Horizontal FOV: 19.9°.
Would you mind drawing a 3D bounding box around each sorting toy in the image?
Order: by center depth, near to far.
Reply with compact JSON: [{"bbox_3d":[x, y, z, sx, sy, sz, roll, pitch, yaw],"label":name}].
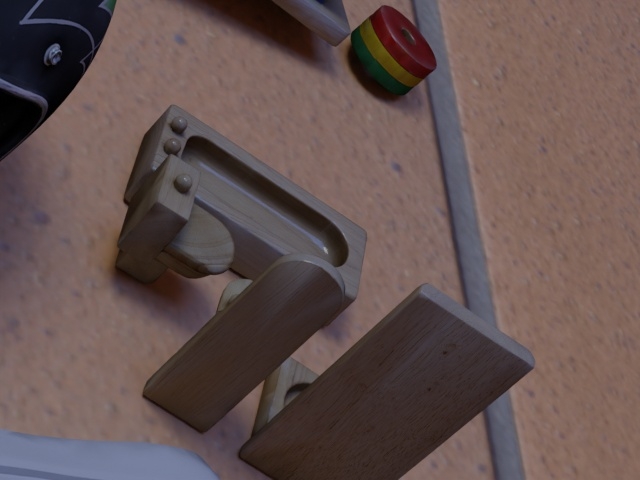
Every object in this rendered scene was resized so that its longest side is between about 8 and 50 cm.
[{"bbox_3d":[-0.037,-0.192,0.961,0.274,0.046,0.132,33,28,-35],"label":"sorting toy"}]

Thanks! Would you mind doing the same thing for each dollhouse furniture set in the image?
[{"bbox_3d":[0.000,0.000,0.777,0.144,0.123,0.151,33,37,-17],"label":"dollhouse furniture set"}]

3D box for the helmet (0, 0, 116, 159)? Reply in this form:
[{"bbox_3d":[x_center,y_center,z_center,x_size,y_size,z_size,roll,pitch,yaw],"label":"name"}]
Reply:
[{"bbox_3d":[-0.154,-0.106,0.692,0.169,0.161,0.169,27,40,-25],"label":"helmet"}]

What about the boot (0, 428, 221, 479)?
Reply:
[{"bbox_3d":[-0.108,0.127,0.565,0.258,0.095,0.123,7,44,-43],"label":"boot"}]
